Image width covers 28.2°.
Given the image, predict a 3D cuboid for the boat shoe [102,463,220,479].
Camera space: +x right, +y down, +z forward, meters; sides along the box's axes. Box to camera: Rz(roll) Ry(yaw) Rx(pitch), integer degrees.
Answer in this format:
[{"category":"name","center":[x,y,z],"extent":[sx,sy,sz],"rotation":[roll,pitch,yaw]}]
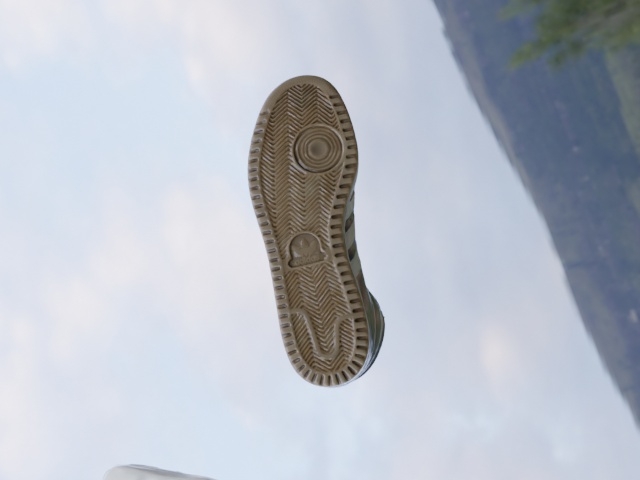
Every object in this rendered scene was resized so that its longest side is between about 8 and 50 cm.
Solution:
[{"category":"boat shoe","center":[-0.153,0.291,1.438],"extent":[0.063,0.184,0.066],"rotation":[-12,-71,-83]}]

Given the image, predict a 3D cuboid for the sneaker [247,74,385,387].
[{"category":"sneaker","center":[0.000,0.000,1.174],"extent":[0.153,0.099,0.282],"rotation":[52,-149,-76]}]
